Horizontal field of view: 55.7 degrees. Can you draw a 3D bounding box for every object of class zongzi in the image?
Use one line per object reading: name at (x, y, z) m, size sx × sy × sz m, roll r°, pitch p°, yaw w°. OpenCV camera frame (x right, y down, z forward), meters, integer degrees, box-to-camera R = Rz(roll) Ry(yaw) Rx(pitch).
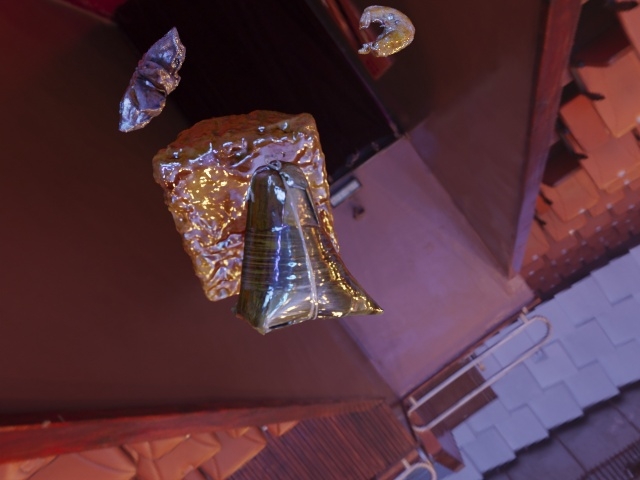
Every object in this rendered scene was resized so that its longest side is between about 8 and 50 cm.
zongzi at (0.000, 0.000, 0.881) m, size 0.241 × 0.247 × 0.111 m, roll -1°, pitch -170°, yaw -32°

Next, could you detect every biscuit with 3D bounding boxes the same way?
biscuit at (-0.146, -0.078, 1.309) m, size 0.342 × 0.395 × 0.166 m, roll -14°, pitch -141°, yaw -5°

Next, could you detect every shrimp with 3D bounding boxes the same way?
shrimp at (0.148, -0.500, 1.453) m, size 0.187 × 0.132 × 0.051 m, roll -44°, pitch 169°, yaw -35°

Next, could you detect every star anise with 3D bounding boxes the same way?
star anise at (-0.470, -0.445, 1.704) m, size 0.332 × 0.117 × 0.331 m, roll -47°, pitch -151°, yaw 37°
